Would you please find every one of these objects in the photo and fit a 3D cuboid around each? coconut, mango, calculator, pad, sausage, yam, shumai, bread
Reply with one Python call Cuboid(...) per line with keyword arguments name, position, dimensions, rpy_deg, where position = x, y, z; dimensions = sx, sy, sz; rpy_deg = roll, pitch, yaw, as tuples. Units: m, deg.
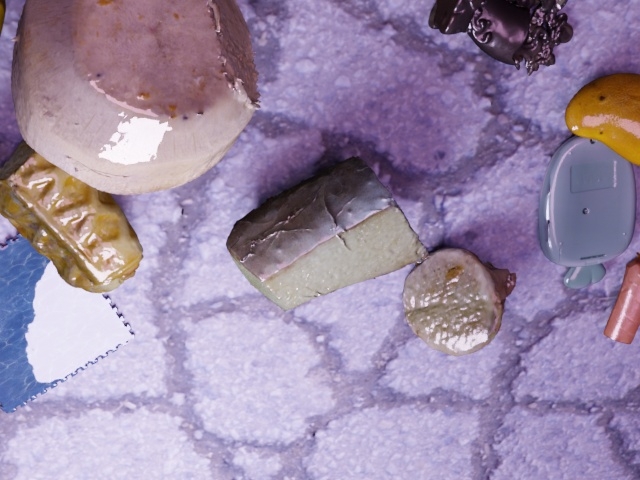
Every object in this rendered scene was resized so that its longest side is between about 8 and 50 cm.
Cuboid(name="coconut", position=(-0.260, -0.238, 1.269), dimensions=(0.346, 0.360, 0.346), rpy_deg=(3, 82, -23))
Cuboid(name="mango", position=(0.545, -0.207, 1.558), dimensions=(0.262, 0.109, 0.157), rpy_deg=(10, 83, -21))
Cuboid(name="calculator", position=(0.486, -0.050, 1.650), dimensions=(0.186, 0.041, 0.298), rpy_deg=(-7, 109, -10))
Cuboid(name="pad", position=(-0.489, 0.130, 1.517), dimensions=(0.270, 0.012, 0.269), rpy_deg=(-32, 113, 1))
Cuboid(name="sausage", position=(0.591, 0.109, 1.724), dimensions=(0.065, 0.065, 0.169), rpy_deg=(10, 107, -16))
Cuboid(name="yam", position=(-0.003, -0.004, 1.477), dimensions=(0.271, 0.201, 0.202), rpy_deg=(-33, 134, -3))
Cuboid(name="shumai", position=(0.252, 0.103, 1.622), dimensions=(0.120, 0.201, 0.201), rpy_deg=(1, 116, -57))
Cuboid(name="bread", position=(-0.388, -0.032, 1.415), dimensions=(0.152, 0.130, 0.267), rpy_deg=(-23, 119, 27))

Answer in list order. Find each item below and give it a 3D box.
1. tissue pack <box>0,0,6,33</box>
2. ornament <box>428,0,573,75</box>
Cuboid(name="tissue pack", position=(-0.507, -0.279, 1.305), dimensions=(0.082, 0.120, 0.169), rpy_deg=(14, 105, -20))
Cuboid(name="ornament", position=(0.326, -0.401, 1.465), dimensions=(0.261, 0.106, 0.251), rpy_deg=(12, 109, -22))
